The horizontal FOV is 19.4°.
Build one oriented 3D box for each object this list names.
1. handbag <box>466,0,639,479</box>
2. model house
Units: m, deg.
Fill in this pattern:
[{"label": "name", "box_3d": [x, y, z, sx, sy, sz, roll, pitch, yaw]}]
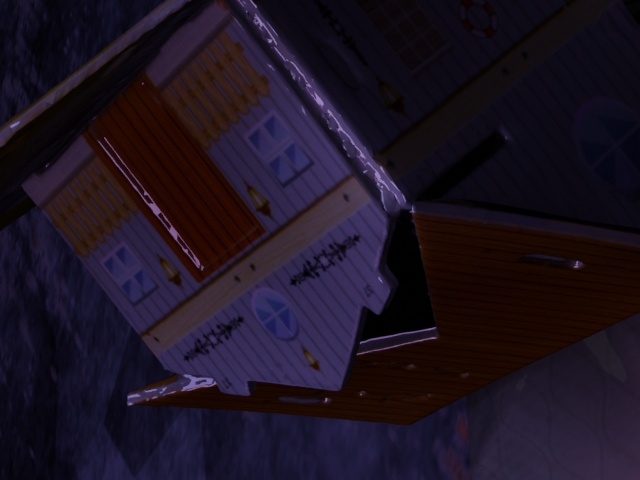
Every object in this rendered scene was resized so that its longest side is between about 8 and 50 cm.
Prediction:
[{"label": "handbag", "box_3d": [0.095, -0.023, 0.581, 0.182, 0.117, 0.270, -35, 54, 43]}, {"label": "model house", "box_3d": [0.000, 0.000, 0.510, 0.136, 0.207, 0.219, 51, 141, -1]}]
